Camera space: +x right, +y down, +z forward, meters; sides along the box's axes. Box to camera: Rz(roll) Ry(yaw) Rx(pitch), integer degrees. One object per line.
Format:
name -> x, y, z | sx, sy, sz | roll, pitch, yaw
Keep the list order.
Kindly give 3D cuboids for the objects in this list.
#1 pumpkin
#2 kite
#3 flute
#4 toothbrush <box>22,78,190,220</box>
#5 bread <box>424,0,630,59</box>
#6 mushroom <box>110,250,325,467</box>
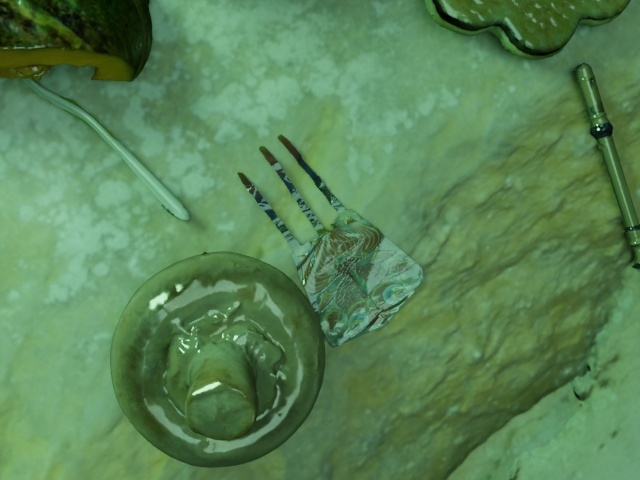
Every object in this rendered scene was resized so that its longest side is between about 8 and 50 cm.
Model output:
pumpkin -> -0.296, -0.228, 0.923 | 0.278, 0.111, 0.163 | -8, 82, -11
kite -> 0.001, 0.000, 1.043 | 0.127, 0.016, 0.229 | -41, 99, -9
flute -> 0.317, -0.080, 1.088 | 0.027, 0.027, 0.233 | -20, 95, -8
toothbrush -> -0.228, -0.109, 0.994 | 0.026, 0.022, 0.263 | -45, 97, -3
bread -> 0.183, -0.302, 1.038 | 0.286, 0.056, 0.207 | 44, 82, -9
mushroom -> -0.094, 0.119, 0.932 | 0.207, 0.215, 0.207 | -1, 100, -6
